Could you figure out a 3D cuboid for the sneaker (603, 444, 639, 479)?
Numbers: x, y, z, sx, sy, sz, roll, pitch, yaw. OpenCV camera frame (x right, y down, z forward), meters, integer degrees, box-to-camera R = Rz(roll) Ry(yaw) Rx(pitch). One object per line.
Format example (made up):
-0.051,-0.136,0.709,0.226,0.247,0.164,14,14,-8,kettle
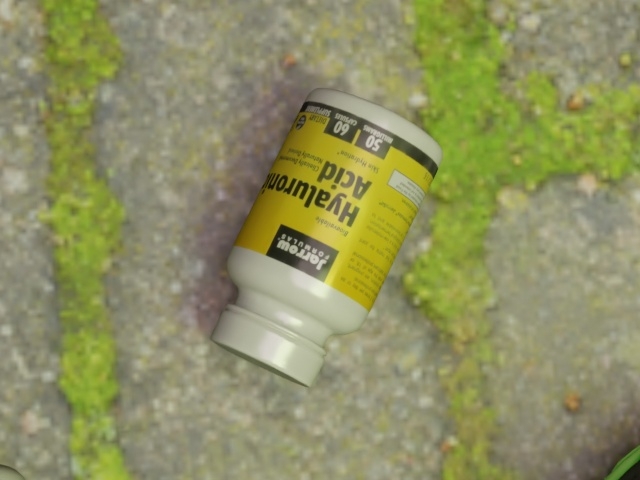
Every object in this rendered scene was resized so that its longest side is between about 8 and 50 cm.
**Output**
0.093,0.279,0.731,0.185,0.202,0.483,24,83,-2,sneaker

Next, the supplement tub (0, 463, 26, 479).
-0.195,0.176,0.742,0.144,0.144,0.200,10,84,-5,supplement tub

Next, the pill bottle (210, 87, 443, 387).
0.000,0.000,0.818,0.065,0.065,0.116,26,83,-3,pill bottle
